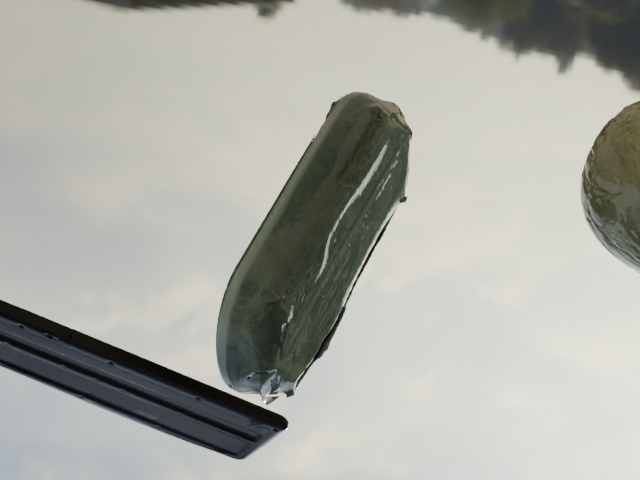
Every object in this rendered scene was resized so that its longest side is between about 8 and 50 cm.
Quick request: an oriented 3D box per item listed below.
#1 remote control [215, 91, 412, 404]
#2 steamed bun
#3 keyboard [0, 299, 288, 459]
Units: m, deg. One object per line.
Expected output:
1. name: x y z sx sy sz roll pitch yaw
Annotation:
1. remote control: 0.000 0.000 1.063 0.052 0.104 0.247 13 -127 23
2. steamed bun: 0.205 -0.024 0.905 0.112 0.091 0.130 13 -145 -7
3. keyboard: -0.115 0.123 1.151 0.381 0.041 0.103 30 148 -12
